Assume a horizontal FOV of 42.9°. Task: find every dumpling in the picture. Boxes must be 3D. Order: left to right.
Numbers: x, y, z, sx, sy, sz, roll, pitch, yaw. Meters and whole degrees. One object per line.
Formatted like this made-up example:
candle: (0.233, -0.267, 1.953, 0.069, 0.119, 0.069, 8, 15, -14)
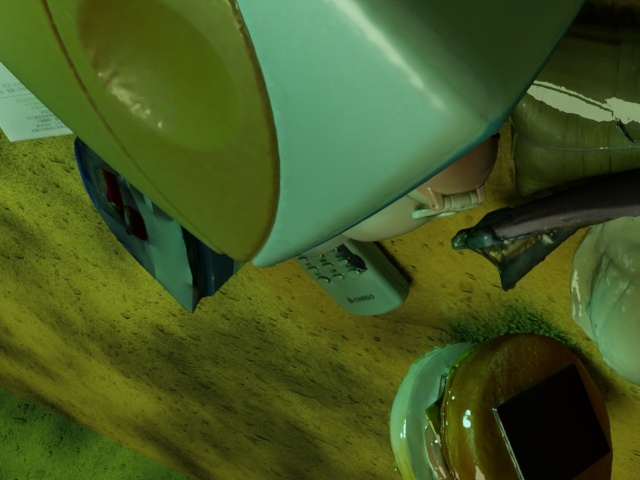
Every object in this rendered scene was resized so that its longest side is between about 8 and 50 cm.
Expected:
dumpling: (0.348, 0.067, 0.897, 0.179, 0.131, 0.252, 30, 148, 55)

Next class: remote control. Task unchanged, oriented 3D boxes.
remote control: (0.000, 0.000, 1.174, 0.296, 0.056, 0.140, 48, 148, -19)

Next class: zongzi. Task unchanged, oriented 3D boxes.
zongzi: (0.282, -0.090, 0.754, 0.228, 0.115, 0.256, 15, 150, 23)

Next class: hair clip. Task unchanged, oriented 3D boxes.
hair clip: (0.281, -0.032, 0.809, 0.110, 0.096, 0.358, 10, 158, -29)

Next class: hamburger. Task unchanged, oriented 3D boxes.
hamburger: (0.241, 0.265, 1.122, 0.291, 0.291, 0.225, 40, 148, -11)

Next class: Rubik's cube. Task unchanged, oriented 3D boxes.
Rubik's cube: (-0.023, -0.229, 0.609, 0.352, 0.352, 0.347, 44, 147, -11)

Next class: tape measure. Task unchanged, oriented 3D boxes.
tape measure: (-0.215, -0.073, 1.138, 0.262, 0.138, 0.259, 37, 147, 26)

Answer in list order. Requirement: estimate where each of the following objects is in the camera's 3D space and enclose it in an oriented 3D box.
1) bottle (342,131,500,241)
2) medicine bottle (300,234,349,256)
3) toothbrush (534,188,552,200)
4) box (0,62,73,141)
bottle: (0.094, -0.085, 0.852, 0.147, 0.148, 0.236, 42, 158, -13)
medicine bottle: (-0.038, -0.097, 0.999, 0.135, 0.135, 0.215, -14, 121, 50)
toothbrush: (0.221, -0.106, 0.870, 0.019, 0.016, 0.220, 15, 146, 42)
box: (-0.302, -0.237, 0.994, 0.260, 0.111, 0.195, -6, 137, 13)
